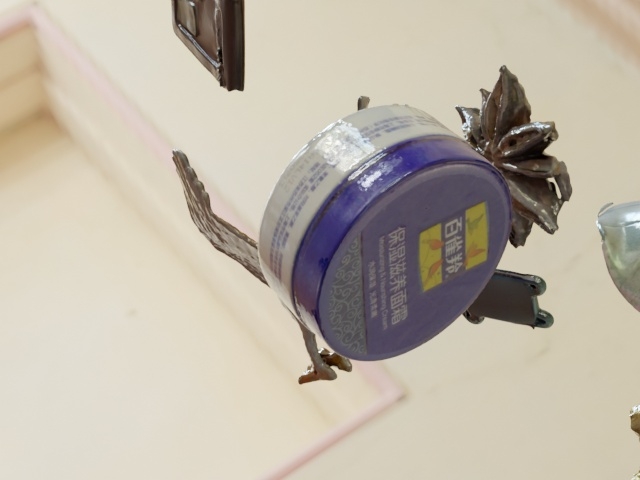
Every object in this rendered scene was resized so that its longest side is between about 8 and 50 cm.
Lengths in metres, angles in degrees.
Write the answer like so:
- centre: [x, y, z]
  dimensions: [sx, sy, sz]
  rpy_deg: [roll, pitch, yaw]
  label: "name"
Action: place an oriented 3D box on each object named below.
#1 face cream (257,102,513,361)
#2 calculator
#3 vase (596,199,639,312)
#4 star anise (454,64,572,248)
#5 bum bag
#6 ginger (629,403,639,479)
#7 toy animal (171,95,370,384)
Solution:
- centre: [0.051, -0.009, 1.517]
  dimensions: [0.111, 0.206, 0.206]
  rpy_deg: [46, -25, 38]
  label: "face cream"
- centre: [0.159, 0.050, 1.768]
  dimensions: [0.141, 0.019, 0.094]
  rpy_deg: [9, -42, 27]
  label: "calculator"
- centre: [0.462, -0.096, 1.753]
  dimensions: [0.250, 0.250, 0.445]
  rpy_deg: [51, -55, 17]
  label: "vase"
- centre: [0.197, -0.093, 1.883]
  dimensions: [0.182, 0.065, 0.195]
  rpy_deg: [34, -45, 52]
  label: "star anise"
- centre: [-0.114, -0.227, 1.818]
  dimensions: [0.159, 0.026, 0.109]
  rpy_deg: [48, -35, 48]
  label: "bum bag"
- centre: [0.435, 0.218, 2.027]
  dimensions: [0.157, 0.216, 0.102]
  rpy_deg: [53, -2, 22]
  label: "ginger"
- centre: [0.003, 0.021, 1.890]
  dimensions: [0.284, 0.225, 0.302]
  rpy_deg: [-134, -149, -65]
  label: "toy animal"
